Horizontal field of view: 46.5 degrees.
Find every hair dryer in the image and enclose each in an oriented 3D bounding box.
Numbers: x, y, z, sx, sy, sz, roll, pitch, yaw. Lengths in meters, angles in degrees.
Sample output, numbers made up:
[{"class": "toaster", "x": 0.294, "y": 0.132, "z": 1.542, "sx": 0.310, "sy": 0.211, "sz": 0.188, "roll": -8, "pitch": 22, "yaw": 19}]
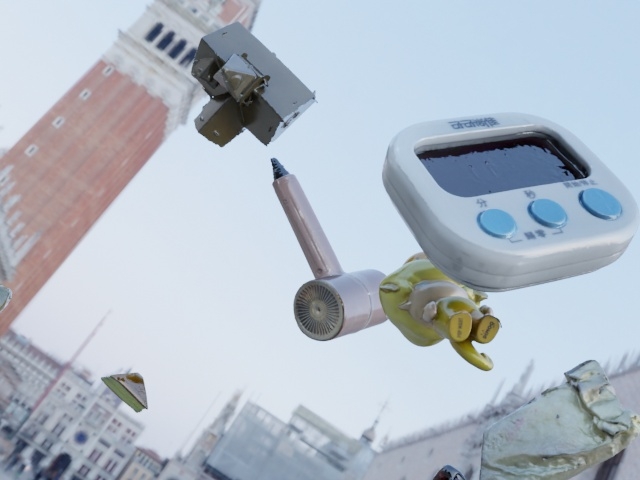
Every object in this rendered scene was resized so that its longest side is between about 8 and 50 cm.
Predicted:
[{"class": "hair dryer", "x": 0.000, "y": 0.000, "z": 1.298, "sx": 0.107, "sy": 0.189, "sz": 0.344, "roll": -33, "pitch": -104, "yaw": 34}]

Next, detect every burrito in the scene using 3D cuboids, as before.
[{"class": "burrito", "x": 0.371, "y": 0.349, "z": 1.260, "sx": 0.107, "sy": 0.348, "sz": 0.175, "roll": 55, "pitch": -2, "yaw": -29}]

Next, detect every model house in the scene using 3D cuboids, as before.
[{"class": "model house", "x": -0.133, "y": -0.232, "z": 1.153, "sx": 0.181, "sy": 0.176, "sz": 0.248, "roll": 45, "pitch": 8, "yaw": 3}]

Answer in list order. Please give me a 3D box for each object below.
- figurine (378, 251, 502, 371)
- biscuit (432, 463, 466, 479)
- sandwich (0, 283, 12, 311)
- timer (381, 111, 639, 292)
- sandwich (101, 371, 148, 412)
[{"class": "figurine", "x": 0.159, "y": 0.090, "z": 0.992, "sx": 0.157, "sy": 0.131, "sz": 0.246, "roll": 7, "pitch": 8, "yaw": -8}, {"class": "biscuit", "x": 0.253, "y": 0.538, "z": 1.436, "sx": 0.063, "sy": 0.151, "sz": 0.235, "roll": 42, "pitch": -3, "yaw": -14}, {"class": "sandwich", "x": -0.240, "y": 0.060, "z": 0.242, "sx": 0.128, "sy": 0.235, "sz": 0.122, "roll": -28, "pitch": -72, "yaw": 32}, {"class": "timer", "x": 0.212, "y": -0.049, "z": 0.850, "sx": 0.087, "sy": 0.262, "sz": 0.237, "roll": 101, "pitch": -29, "yaw": -42}, {"class": "sandwich", "x": -0.287, "y": 0.217, "z": 1.119, "sx": 0.031, "sy": 0.044, "sz": 0.083, "roll": -19, "pitch": -57, "yaw": 29}]
